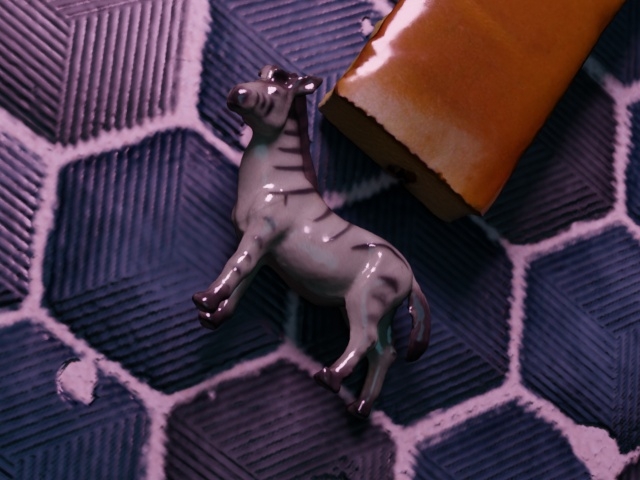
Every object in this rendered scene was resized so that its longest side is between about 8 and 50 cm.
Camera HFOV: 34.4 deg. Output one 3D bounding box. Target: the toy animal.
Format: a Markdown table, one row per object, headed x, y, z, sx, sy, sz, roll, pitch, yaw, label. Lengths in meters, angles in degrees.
| x | y | z | sx | sy | sz | roll | pitch | yaw | label |
| --- | --- | --- | --- | --- | --- | --- | --- | --- | --- |
| -0.003 | 0.000 | 0.698 | 0.217 | 0.073 | 0.176 | 37 | 72 | -15 | toy animal |

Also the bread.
| x | y | z | sx | sy | sz | roll | pitch | yaw | label |
| --- | --- | --- | --- | --- | --- | --- | --- | --- | --- |
| 0.152 | -0.193 | 0.774 | 0.138 | 0.077 | 0.361 | 39 | 72 | -9 | bread |
